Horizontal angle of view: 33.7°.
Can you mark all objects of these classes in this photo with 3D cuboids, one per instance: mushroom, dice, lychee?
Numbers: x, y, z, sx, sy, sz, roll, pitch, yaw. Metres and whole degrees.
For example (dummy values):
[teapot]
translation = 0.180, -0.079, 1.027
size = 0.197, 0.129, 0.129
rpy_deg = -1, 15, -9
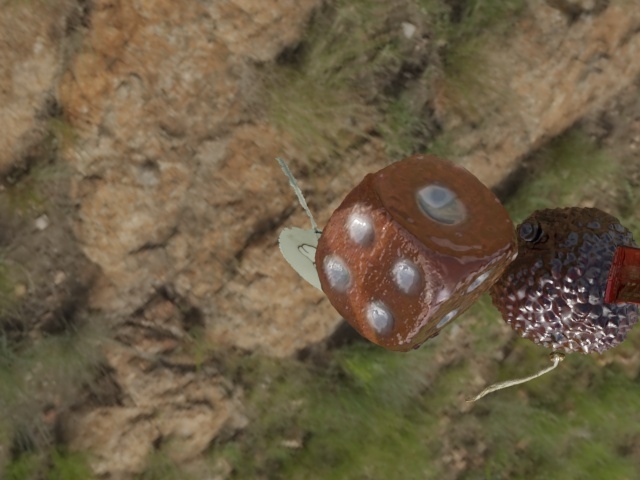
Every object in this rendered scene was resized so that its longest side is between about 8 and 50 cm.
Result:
[mushroom]
translation = 0.373, 0.271, 2.040
size = 0.026, 0.028, 0.286
rpy_deg = -22, 168, -39
[dice]
translation = 0.112, 0.017, 1.262
size = 0.175, 0.174, 0.179
rpy_deg = -25, 153, -45
[lychee]
translation = 0.474, 0.077, 2.031
size = 0.306, 0.306, 0.330
rpy_deg = -41, 113, -7

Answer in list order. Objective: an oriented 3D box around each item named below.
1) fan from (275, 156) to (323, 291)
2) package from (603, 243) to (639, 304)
[fan]
translation = 0.000, 0.001, 1.423
size = 0.009, 0.191, 0.329
rpy_deg = -56, 144, -25
[package]
translation = 0.437, 0.051, 1.344
size = 0.022, 0.200, 0.083
rpy_deg = 10, 89, -26
